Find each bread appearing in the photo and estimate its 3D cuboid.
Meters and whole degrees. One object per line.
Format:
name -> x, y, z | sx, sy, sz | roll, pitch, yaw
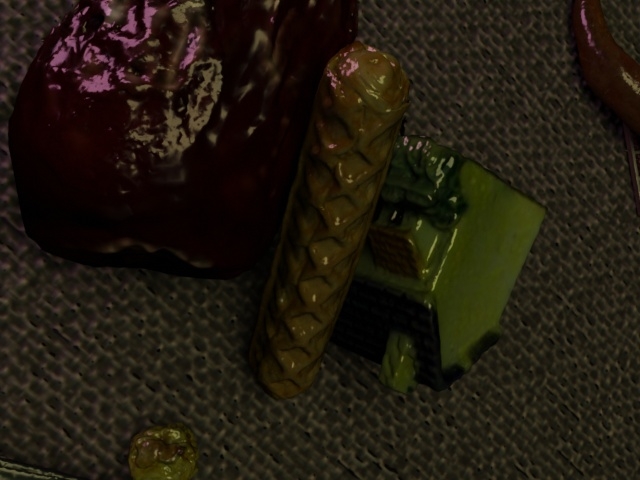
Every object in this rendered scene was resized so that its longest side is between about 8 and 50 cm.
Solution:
bread -> -0.001, 0.000, 0.747 | 0.077, 0.367, 0.084 | -10, 43, -30

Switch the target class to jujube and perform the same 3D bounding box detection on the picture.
jujube -> -0.107, -0.134, 0.752 | 0.258, 0.258, 0.376 | 32, 80, -16

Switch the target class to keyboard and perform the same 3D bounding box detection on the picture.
keyboard -> 0.404, -0.114, 1.067 | 0.055, 0.017, 0.165 | -7, 86, -22

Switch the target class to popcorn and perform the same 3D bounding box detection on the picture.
popcorn -> -0.140, 0.198, 0.791 | 0.083, 0.068, 0.059 | 21, 96, -53

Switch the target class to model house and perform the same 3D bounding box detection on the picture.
model house -> 0.066, 0.024, 0.813 | 0.170, 0.194, 0.211 | 25, 85, -39

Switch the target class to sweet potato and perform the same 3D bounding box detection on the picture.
sweet potato -> 0.362, -0.199, 1.032 | 0.078, 0.058, 0.255 | -30, 83, -2

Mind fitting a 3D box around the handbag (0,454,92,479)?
handbag -> -0.244, 0.327, 0.723 | 0.248, 0.079, 0.260 | 20, 77, -18
